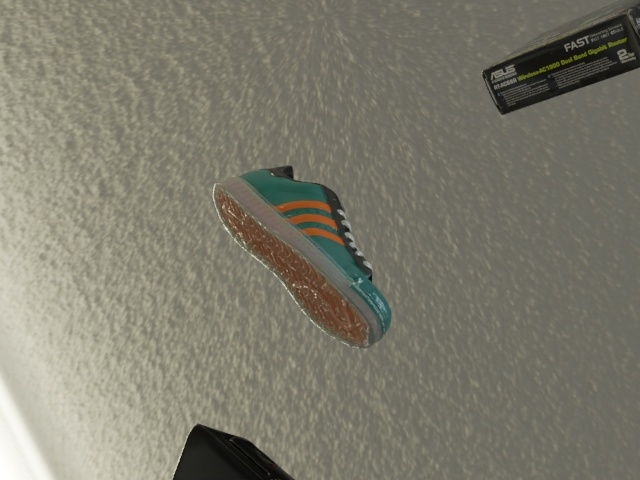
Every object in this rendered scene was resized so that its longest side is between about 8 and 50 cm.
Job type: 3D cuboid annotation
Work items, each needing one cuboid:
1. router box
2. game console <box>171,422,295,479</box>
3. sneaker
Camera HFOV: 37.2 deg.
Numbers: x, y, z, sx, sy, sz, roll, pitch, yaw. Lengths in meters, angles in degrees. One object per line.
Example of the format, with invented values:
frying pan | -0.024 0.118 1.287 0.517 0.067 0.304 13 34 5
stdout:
router box | 0.188 -0.135 0.665 0.122 0.092 0.038 -16 -76 48
game console | -0.033 0.301 0.712 0.044 0.361 0.213 16 -85 -39
sneaker | 0.000 0.000 1.118 0.121 0.302 0.108 -28 -39 -25
